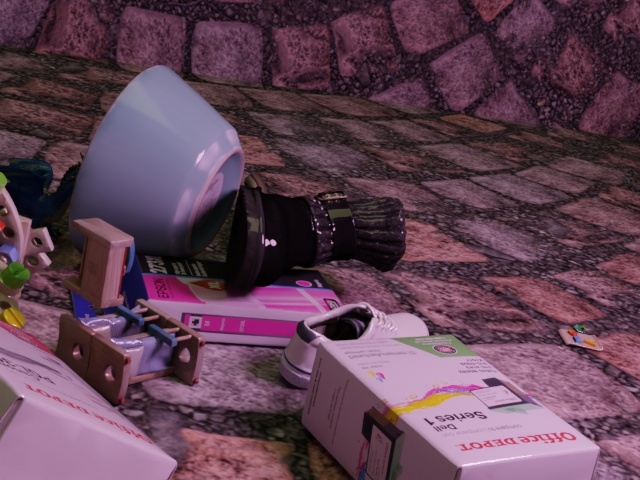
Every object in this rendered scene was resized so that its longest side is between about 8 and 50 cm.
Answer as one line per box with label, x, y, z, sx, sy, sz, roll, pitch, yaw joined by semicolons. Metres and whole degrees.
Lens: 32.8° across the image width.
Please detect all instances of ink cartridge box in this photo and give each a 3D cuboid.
ink cartridge box;-0.157;0.084;1.529;0.370;0.069;0.176;3;19;-18
ink cartridge box;0.137;0.218;1.211;0.201;0.117;0.278;0;22;-32
ink cartridge box;-0.294;0.158;0.992;0.283;0.117;0.207;28;-7;42

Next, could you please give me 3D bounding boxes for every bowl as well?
bowl;-0.224;-0.089;1.639;0.163;0.312;0.311;24;20;9

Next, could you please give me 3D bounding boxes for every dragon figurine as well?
dragon figurine;-0.465;-0.083;1.694;0.289;0.144;0.085;14;17;5

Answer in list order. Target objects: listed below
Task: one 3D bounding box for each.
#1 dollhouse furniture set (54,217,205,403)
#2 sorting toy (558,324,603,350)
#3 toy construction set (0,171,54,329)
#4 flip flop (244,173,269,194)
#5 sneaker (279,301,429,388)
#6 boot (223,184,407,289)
dollhouse furniture set;-0.218;0.077;1.300;0.129;0.184;0.129;25;22;36
sorting toy;0.417;0.153;1.759;0.062;0.012;0.083;10;18;-6
toy construction set;-0.433;0.007;1.382;0.215;0.151;0.328;39;13;-12
flip flop;-0.106;-0.031;1.861;0.080;0.112;0.277;-23;30;-3
sneaker;0.062;0.129;1.449;0.258;0.091;0.094;-12;46;-45
boot;0.001;-0.004;1.576;0.260;0.131;0.348;10;14;-4
